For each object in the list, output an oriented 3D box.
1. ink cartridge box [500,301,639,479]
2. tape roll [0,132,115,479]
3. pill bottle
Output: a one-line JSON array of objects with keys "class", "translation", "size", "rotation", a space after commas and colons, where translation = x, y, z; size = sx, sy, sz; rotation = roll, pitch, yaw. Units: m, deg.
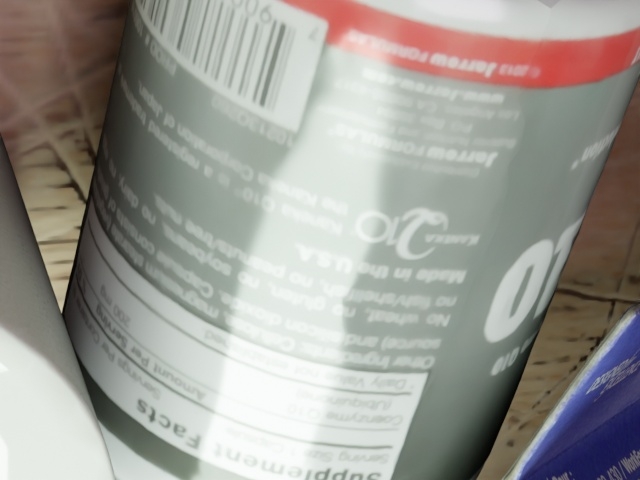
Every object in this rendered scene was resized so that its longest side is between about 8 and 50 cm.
[{"class": "ink cartridge box", "translation": [0.088, 0.140, 0.704], "size": [0.307, 0.072, 0.303], "rotation": [-51, 164, 21]}, {"class": "tape roll", "translation": [-0.199, 0.051, 0.550], "size": [0.246, 0.169, 0.246], "rotation": [-11, 129, -14]}, {"class": "pill bottle", "translation": [0.000, 0.000, 0.600], "size": [0.161, 0.161, 0.283], "rotation": [1, 126, -23]}]
